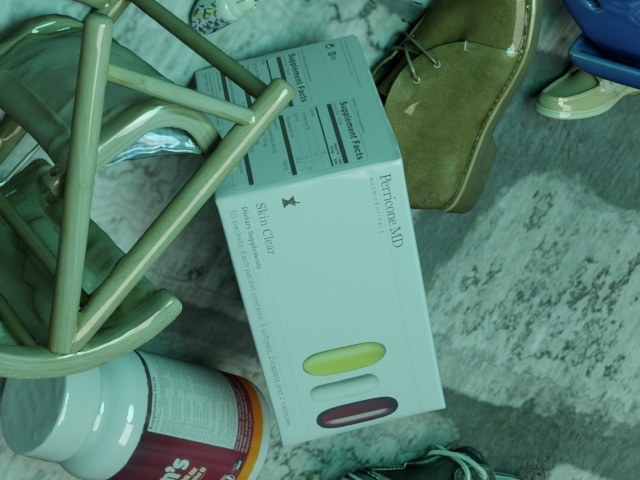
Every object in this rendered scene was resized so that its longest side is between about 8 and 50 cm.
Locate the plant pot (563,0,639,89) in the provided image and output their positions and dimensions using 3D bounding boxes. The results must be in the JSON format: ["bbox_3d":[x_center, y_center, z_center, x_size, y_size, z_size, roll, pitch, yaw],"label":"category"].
[{"bbox_3d":[0.349,-0.249,1.300,0.236,0.236,0.212,-48,144,-33],"label":"plant pot"}]

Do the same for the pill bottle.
[{"bbox_3d":[-0.161,0.158,1.292,0.221,0.121,0.121,19,104,-40],"label":"pill bottle"}]

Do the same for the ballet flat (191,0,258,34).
[{"bbox_3d":[-0.058,-0.209,1.198,0.114,0.041,0.041,-45,132,-3],"label":"ballet flat"}]

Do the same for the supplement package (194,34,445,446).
[{"bbox_3d":[0.000,0.000,1.229,0.145,0.204,0.262,-14,126,-1],"label":"supplement package"}]

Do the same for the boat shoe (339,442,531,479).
[{"bbox_3d":[0.134,0.273,1.584,0.335,0.121,0.119,24,94,-52],"label":"boat shoe"}]

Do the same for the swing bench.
[{"bbox_3d":[-0.191,-0.063,1.050,0.165,0.253,0.254,15,107,-40],"label":"swing bench"}]

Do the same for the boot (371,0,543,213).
[{"bbox_3d":[0.112,-0.163,1.307,0.115,0.112,0.305,2,117,-24],"label":"boot"}]

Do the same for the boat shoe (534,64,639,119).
[{"bbox_3d":[0.276,-0.167,1.443,0.170,0.063,0.059,-25,126,-32],"label":"boat shoe"}]
